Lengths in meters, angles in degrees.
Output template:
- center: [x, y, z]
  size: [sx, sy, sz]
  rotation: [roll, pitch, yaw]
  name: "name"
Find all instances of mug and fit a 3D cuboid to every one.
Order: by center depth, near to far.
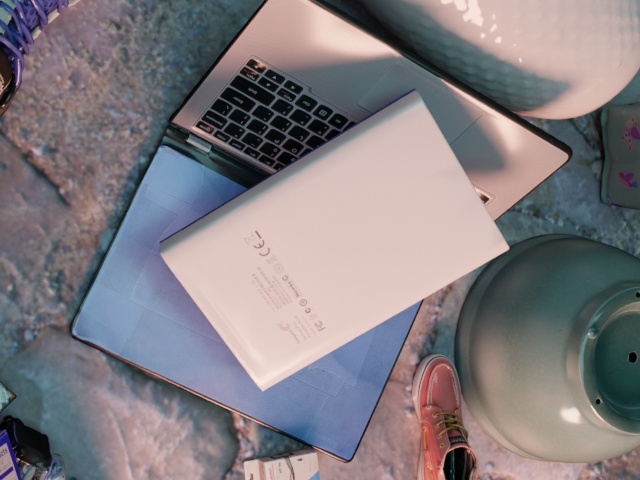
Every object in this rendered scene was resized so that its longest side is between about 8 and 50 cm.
- center: [0.240, -0.340, 1.509]
  size: [0.328, 0.276, 0.374]
  rotation: [38, 70, -30]
  name: "mug"

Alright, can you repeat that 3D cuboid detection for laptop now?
- center: [0.000, 0.000, 1.441]
  size: [0.382, 0.408, 0.236]
  rotation: [27, 47, -19]
  name: "laptop"

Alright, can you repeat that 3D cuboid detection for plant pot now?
- center: [0.336, 0.137, 1.586]
  size: [0.293, 0.196, 0.293]
  rotation: [0, 90, -21]
  name: "plant pot"

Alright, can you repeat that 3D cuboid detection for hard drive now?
- center: [0.017, 0.005, 1.413]
  size: [0.318, 0.040, 0.210]
  rotation: [-31, 116, 7]
  name: "hard drive"

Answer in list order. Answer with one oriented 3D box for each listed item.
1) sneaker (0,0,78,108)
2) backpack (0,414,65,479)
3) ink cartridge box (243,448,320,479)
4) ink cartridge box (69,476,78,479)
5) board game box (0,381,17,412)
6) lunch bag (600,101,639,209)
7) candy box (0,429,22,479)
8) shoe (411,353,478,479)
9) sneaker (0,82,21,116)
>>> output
- center: [-0.321, -0.226, 1.327]
  size: [0.315, 0.127, 0.182]
  rotation: [-24, 60, -14]
  name: "sneaker"
- center: [-0.325, 0.261, 1.380]
  size: [0.084, 0.105, 0.114]
  rotation: [34, 90, -21]
  name: "backpack"
- center: [-0.045, 0.276, 1.528]
  size: [0.083, 0.028, 0.048]
  rotation: [-8, 93, -20]
  name: "ink cartridge box"
- center: [-0.279, 0.343, 1.404]
  size: [0.143, 0.092, 0.090]
  rotation: [-46, 106, -13]
  name: "ink cartridge box"
- center: [-0.463, 0.138, 1.358]
  size: [0.165, 0.042, 0.243]
  rotation: [-47, 106, -15]
  name: "board game box"
- center: [0.520, -0.111, 1.639]
  size: [0.262, 0.223, 0.160]
  rotation: [-6, 100, -21]
  name: "lunch bag"
- center: [-0.406, 0.376, 1.288]
  size: [0.268, 0.122, 0.317]
  rotation: [-15, 95, 8]
  name: "candy box"
- center: [0.155, 0.228, 1.576]
  size: [0.063, 0.081, 0.178]
  rotation: [0, 90, -21]
  name: "shoe"
- center: [-0.381, -0.079, 1.374]
  size: [0.106, 0.078, 0.234]
  rotation: [44, 77, -22]
  name: "sneaker"
